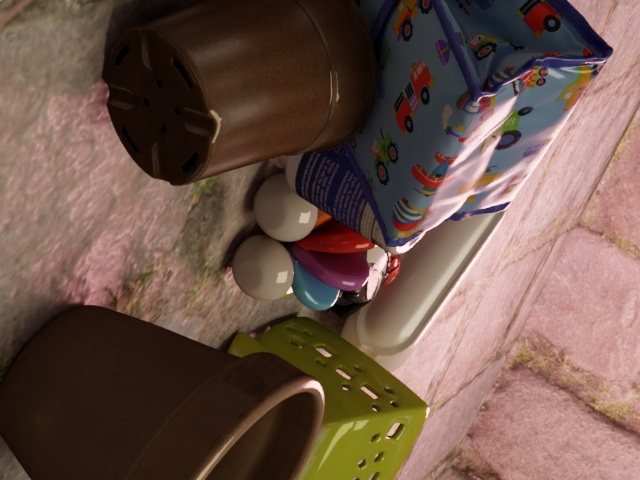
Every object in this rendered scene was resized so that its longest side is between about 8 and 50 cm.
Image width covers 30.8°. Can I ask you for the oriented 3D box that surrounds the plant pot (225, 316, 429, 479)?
[{"bbox_3d":[-0.038,0.243,1.460,0.207,0.228,0.227,7,114,-60],"label":"plant pot"}]

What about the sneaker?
[{"bbox_3d":[0.042,0.006,1.458,0.135,0.098,0.276,-50,160,-26],"label":"sneaker"}]

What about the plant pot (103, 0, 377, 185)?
[{"bbox_3d":[-0.070,-0.127,0.926,0.165,0.167,0.167,-28,145,-42],"label":"plant pot"}]

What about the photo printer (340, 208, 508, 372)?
[{"bbox_3d":[0.140,0.065,1.704,0.307,0.107,0.256,-54,175,-9],"label":"photo printer"}]

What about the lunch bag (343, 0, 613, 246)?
[{"bbox_3d":[0.076,-0.183,0.982,0.138,0.293,0.221,-18,155,-25],"label":"lunch bag"}]

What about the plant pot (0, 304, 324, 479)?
[{"bbox_3d":[-0.161,0.175,1.045,0.263,0.229,0.263,-47,158,-25],"label":"plant pot"}]

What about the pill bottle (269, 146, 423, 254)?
[{"bbox_3d":[0.030,-0.078,1.172,0.112,0.187,0.112,-48,158,-26],"label":"pill bottle"}]

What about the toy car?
[{"bbox_3d":[0.000,0.000,1.294,0.159,0.136,0.182,-27,144,-55],"label":"toy car"}]
